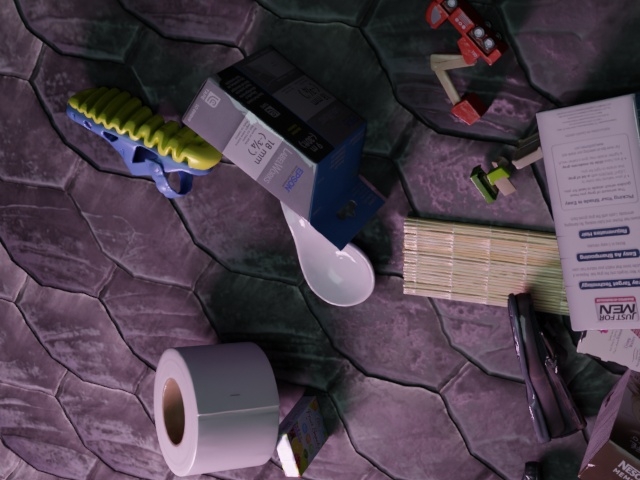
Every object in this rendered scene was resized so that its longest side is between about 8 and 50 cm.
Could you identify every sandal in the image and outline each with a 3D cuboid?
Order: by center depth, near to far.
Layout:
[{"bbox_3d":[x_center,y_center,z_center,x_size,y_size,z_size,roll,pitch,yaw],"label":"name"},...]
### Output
[{"bbox_3d":[-0.339,-0.178,1.988,0.317,0.126,0.138,29,126,12],"label":"sandal"}]

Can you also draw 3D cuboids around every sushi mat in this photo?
[{"bbox_3d":[0.291,0.044,1.858,0.317,0.019,0.151,7,117,22],"label":"sushi mat"}]

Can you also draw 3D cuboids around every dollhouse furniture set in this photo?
[{"bbox_3d":[0.321,-0.118,1.741,0.152,0.076,0.058,-28,112,34],"label":"dollhouse furniture set"}]

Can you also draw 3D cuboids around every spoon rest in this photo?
[{"bbox_3d":[0.000,0.000,1.934,0.137,0.084,0.276,-23,101,31],"label":"spoon rest"}]

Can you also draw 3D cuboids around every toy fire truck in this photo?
[{"bbox_3d":[0.224,-0.296,1.712,0.192,0.047,0.135,47,125,-1],"label":"toy fire truck"}]

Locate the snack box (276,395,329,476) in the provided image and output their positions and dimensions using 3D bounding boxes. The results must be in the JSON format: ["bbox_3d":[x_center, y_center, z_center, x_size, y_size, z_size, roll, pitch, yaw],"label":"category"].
[{"bbox_3d":[-0.038,0.383,2.095,0.037,0.141,0.100,-6,110,27],"label":"snack box"}]

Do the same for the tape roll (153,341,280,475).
[{"bbox_3d":[-0.205,0.322,2.058,0.246,0.169,0.246,7,98,63],"label":"tape roll"}]

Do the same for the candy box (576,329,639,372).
[{"bbox_3d":[0.556,0.140,1.748,0.234,0.071,0.159,18,119,16],"label":"candy box"}]

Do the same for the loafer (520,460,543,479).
[{"bbox_3d":[0.371,0.505,2.002,0.078,0.076,0.223,10,121,12],"label":"loafer"}]

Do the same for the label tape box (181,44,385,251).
[{"bbox_3d":[-0.029,-0.163,1.778,0.334,0.240,0.106,39,121,3],"label":"label tape box"}]

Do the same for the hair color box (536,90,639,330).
[{"bbox_3d":[0.452,-0.043,1.618,0.174,0.105,0.347,-6,95,47],"label":"hair color box"}]

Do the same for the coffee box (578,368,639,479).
[{"bbox_3d":[0.526,0.329,1.746,0.141,0.246,0.098,34,123,7],"label":"coffee box"}]

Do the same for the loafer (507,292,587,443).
[{"bbox_3d":[0.394,0.215,1.854,0.095,0.109,0.302,-12,115,10],"label":"loafer"}]
